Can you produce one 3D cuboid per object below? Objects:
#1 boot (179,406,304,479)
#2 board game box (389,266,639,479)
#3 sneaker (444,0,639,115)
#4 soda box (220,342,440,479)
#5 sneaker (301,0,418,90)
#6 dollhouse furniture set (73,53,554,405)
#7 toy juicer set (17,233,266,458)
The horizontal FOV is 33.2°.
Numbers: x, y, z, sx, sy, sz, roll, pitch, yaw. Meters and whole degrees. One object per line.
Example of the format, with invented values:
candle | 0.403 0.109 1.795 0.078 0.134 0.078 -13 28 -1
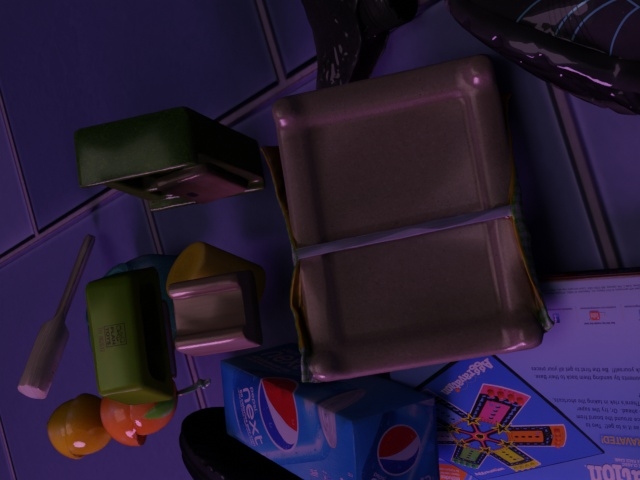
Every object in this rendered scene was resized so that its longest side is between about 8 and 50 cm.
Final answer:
boot | -0.046 0.285 0.913 0.246 0.094 0.207 30 118 34
board game box | 0.150 0.093 0.689 0.281 0.027 0.145 -7 93 50
sneaker | 0.181 -0.116 0.569 0.267 0.101 0.106 32 101 41
soda box | 0.001 0.134 0.811 0.210 0.071 0.067 10 107 60
sneaker | 0.014 -0.193 0.756 0.089 0.051 0.170 -16 90 45
dollhouse furniture set | 0.000 0.000 0.757 0.301 0.151 0.198 -10 82 12
toy juicer set | -0.178 0.101 0.980 0.329 0.089 0.209 3 63 57
